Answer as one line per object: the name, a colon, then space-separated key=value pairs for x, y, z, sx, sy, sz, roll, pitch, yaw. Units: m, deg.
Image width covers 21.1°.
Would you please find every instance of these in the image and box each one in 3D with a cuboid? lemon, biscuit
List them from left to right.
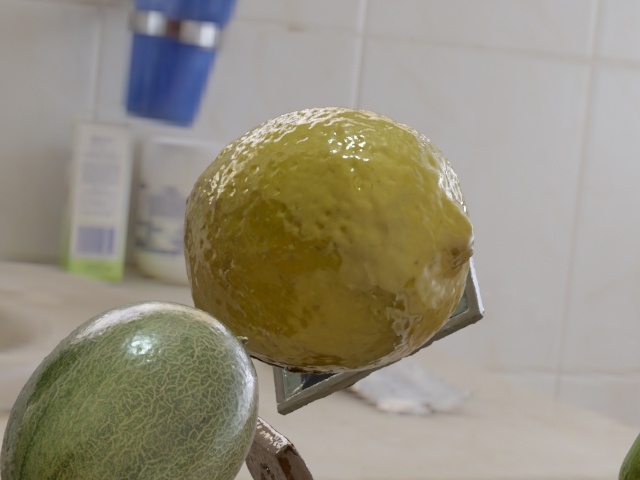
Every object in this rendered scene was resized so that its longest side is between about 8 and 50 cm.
biscuit: x=-0.018 y=0.284 z=1.759 sx=0.034 sy=0.215 sz=0.182 roll=-25 pitch=19 yaw=-16
lemon: x=0.000 y=0.000 z=1.588 sx=0.310 sy=0.253 sz=0.253 roll=-3 pitch=-1 yaw=37

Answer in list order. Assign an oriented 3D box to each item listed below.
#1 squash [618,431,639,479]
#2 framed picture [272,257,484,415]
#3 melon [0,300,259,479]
squash: x=0.453 y=0.273 z=2.241 sx=0.095 sy=0.188 sz=0.095 roll=27 pitch=4 yaw=-2
framed picture: x=0.056 y=0.066 z=1.995 sx=0.281 sy=0.209 sz=0.019 roll=-30 pitch=-44 yaw=22
melon: x=-0.110 y=0.110 z=1.051 sx=0.139 sy=0.139 sz=0.192 roll=10 pitch=39 yaw=41
